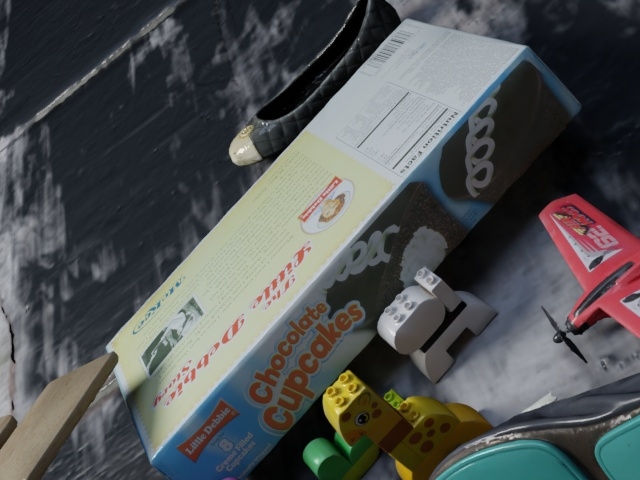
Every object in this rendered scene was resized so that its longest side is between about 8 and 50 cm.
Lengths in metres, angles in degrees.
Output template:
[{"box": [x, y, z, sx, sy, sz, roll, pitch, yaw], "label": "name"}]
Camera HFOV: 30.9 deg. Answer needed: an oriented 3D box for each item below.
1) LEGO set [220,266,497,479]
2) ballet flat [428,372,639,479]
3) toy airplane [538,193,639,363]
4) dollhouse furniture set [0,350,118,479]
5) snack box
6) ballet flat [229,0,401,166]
[{"box": [0.011, 0.109, 0.629, 0.227, 0.093, 0.087, -48, 37, -2], "label": "LEGO set"}, {"box": [0.136, 0.097, 0.540, 0.203, 0.074, 0.074, -33, 36, 44], "label": "ballet flat"}, {"box": [0.182, 0.005, 0.611, 0.151, 0.028, 0.151, -25, 43, 26], "label": "toy airplane"}, {"box": [-0.157, 0.183, 0.711, 0.144, 0.151, 0.123, -27, 20, 26], "label": "dollhouse furniture set"}, {"box": [0.000, 0.000, 0.742, 0.322, 0.060, 0.187, -47, 24, 0], "label": "snack box"}, {"box": [-0.010, -0.125, 0.902, 0.173, 0.049, 0.057, -43, 36, 6], "label": "ballet flat"}]
